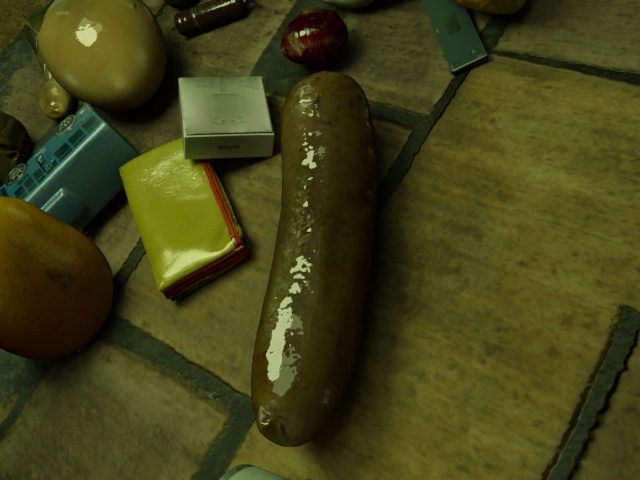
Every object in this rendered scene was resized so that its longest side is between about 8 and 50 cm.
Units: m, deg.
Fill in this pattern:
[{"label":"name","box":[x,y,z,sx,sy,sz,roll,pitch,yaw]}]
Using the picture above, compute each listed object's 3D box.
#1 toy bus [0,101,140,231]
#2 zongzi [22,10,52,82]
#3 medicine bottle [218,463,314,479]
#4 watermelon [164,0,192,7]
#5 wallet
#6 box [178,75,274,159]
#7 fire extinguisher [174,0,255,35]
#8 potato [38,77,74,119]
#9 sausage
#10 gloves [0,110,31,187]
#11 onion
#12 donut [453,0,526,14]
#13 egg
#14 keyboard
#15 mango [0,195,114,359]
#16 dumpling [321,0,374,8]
[{"label":"toy bus","box":[-0.398,-0.088,1.116,0.234,0.116,0.133,-47,43,-5]},{"label":"zongzi","box":[-0.553,-0.366,1.410,0.189,0.081,0.178,9,79,38]},{"label":"medicine bottle","box":[0.014,0.308,0.664,0.258,0.143,0.143,10,65,32]},{"label":"watermelon","box":[-0.258,-0.486,1.330,0.078,0.078,0.111,11,65,31]},{"label":"wallet","box":[-0.196,-0.040,1.037,0.141,0.067,0.241,-28,57,2]},{"label":"box","box":[-0.143,-0.186,1.067,0.130,0.051,0.129,-4,54,-12]},{"label":"fire extinguisher","box":[-0.180,-0.410,1.268,0.157,0.045,0.078,-14,34,19]},{"label":"potato","box":[-0.486,-0.259,1.309,0.068,0.062,0.083,-49,31,32]},{"label":"sausage","box":[0.002,0.002,0.866,0.123,0.136,0.501,-22,52,41]},{"label":"gloves","box":[-0.612,-0.082,1.207,0.141,0.154,0.331,-2,53,27]},{"label":"onion","box":[-0.007,-0.306,1.090,0.107,0.097,0.107,-23,15,6]},{"label":"donut","box":[0.319,-0.503,1.005,0.435,0.163,0.378,-17,49,15]},{"label":"egg","box":[-0.360,-0.321,1.201,0.201,0.201,0.244,-38,64,0]},{"label":"keyboard","box":[0.194,-0.313,1.042,0.055,0.014,0.176,-22,54,13]},{"label":"mango","box":[-0.397,0.050,0.949,0.187,0.257,0.138,-42,52,-3]},{"label":"dumpling","box":[0.066,-0.425,1.137,0.169,0.100,0.134,-14,16,38]}]
